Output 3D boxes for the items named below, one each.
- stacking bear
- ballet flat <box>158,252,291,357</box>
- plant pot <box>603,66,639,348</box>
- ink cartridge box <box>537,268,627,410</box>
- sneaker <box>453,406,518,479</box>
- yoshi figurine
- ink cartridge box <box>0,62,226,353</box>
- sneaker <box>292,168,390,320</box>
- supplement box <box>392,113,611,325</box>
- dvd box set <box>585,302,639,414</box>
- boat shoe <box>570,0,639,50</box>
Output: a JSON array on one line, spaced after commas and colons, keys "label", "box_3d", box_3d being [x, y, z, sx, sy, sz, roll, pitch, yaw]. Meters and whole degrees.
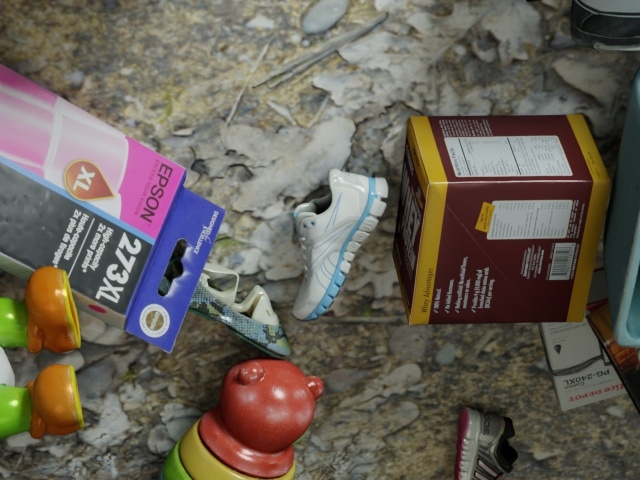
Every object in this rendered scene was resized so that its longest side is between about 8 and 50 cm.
[{"label": "stacking bear", "box_3d": [-0.099, 0.257, 2.061, 0.175, 0.164, 0.289, 17, 118, -19]}, {"label": "ballet flat", "box_3d": [-0.096, 0.070, 1.977, 0.188, 0.070, 0.070, 28, 118, -29]}, {"label": "plant pot", "box_3d": [0.417, -0.062, 1.827, 0.247, 0.252, 0.248, 1, 126, -4]}, {"label": "ink cartridge box", "box_3d": [0.314, 0.115, 2.064, 0.109, 0.063, 0.150, -16, 126, 2]}, {"label": "sneaker", "box_3d": [0.203, 0.277, 2.168, 0.074, 0.063, 0.170, 1, 121, -1]}, {"label": "yoshi figurine", "box_3d": [-0.415, 0.117, 1.696, 0.362, 0.203, 0.203, -7, 110, -3]}, {"label": "ink cartridge box", "box_3d": [-0.262, -0.040, 1.807, 0.371, 0.176, 0.069, 30, 160, -28]}, {"label": "sneaker", "box_3d": [0.000, 0.000, 1.940, 0.083, 0.071, 0.191, 20, 113, -14]}, {"label": "supplement box", "box_3d": [0.188, -0.021, 1.905, 0.194, 0.129, 0.191, -1, 127, -8]}, {"label": "dvd box set", "box_3d": [0.547, 0.093, 2.041, 0.420, 0.062, 0.308, -30, 127, 3]}, {"label": "boat shoe", "box_3d": [0.406, -0.228, 1.796, 0.306, 0.113, 0.105, -2, 133, -3]}]
